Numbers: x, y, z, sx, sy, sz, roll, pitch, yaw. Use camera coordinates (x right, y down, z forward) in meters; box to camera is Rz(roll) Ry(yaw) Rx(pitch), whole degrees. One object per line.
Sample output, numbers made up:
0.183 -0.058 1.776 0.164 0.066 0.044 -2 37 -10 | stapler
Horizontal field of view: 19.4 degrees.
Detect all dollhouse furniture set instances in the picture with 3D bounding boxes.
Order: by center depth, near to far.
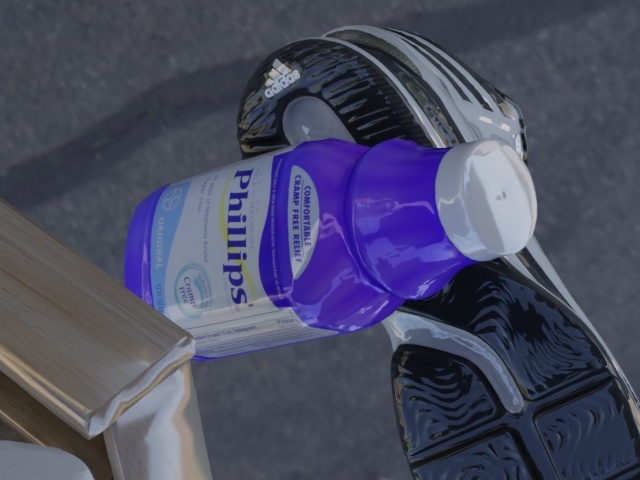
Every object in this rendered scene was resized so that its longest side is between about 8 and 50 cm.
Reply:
-0.242 0.199 0.891 0.394 0.362 0.256 -39 144 -28 | dollhouse furniture set

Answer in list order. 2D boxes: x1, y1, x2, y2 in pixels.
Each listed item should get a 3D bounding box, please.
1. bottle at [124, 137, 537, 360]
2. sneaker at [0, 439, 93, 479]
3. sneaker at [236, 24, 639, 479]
0.000 0.000 1.124 0.092 0.118 0.283 12 162 -44 | bottle
-0.182 0.119 0.715 0.080 0.212 0.094 -26 120 -58 | sneaker
0.137 0.034 1.309 0.169 0.447 0.257 -29 -177 29 | sneaker
